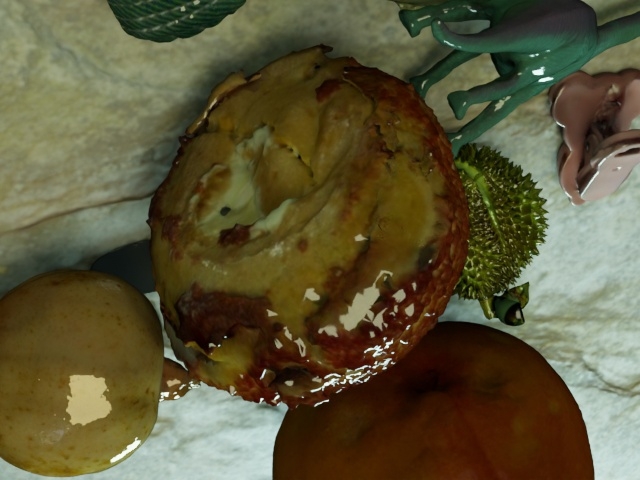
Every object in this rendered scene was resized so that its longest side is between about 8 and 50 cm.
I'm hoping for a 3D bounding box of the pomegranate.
[{"bbox_3d":[-0.243,0.129,1.432,0.207,0.207,0.207,-10,123,-15],"label":"pomegranate"}]

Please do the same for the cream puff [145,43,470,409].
[{"bbox_3d":[-0.004,0.003,1.370,0.350,0.350,0.229,-42,134,7],"label":"cream puff"}]

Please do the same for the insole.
[{"bbox_3d":[-0.145,0.024,1.522,0.188,0.004,0.064,-5,122,-18],"label":"insole"}]

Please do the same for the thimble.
[{"bbox_3d":[-0.127,-0.239,1.300,0.135,0.118,0.090,-28,125,-3],"label":"thimble"}]

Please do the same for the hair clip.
[{"bbox_3d":[0.299,-0.113,1.595,0.123,0.102,0.138,-9,155,-14],"label":"hair clip"}]

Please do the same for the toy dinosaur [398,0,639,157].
[{"bbox_3d":[0.245,-0.209,1.371,0.331,0.383,0.129,-24,82,-2],"label":"toy dinosaur"}]

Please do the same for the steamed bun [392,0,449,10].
[{"bbox_3d":[0.116,-0.325,1.301,0.232,0.166,0.273,-3,156,-42],"label":"steamed bun"}]

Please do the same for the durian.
[{"bbox_3d":[0.153,-0.019,1.531,0.198,0.146,0.159,30,90,-38],"label":"durian"}]

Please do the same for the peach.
[{"bbox_3d":[0.116,0.244,1.565,0.343,0.343,0.301,-13,141,-13],"label":"peach"}]
